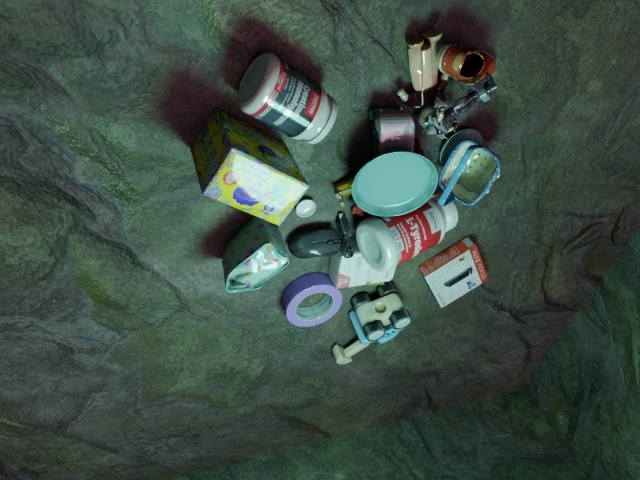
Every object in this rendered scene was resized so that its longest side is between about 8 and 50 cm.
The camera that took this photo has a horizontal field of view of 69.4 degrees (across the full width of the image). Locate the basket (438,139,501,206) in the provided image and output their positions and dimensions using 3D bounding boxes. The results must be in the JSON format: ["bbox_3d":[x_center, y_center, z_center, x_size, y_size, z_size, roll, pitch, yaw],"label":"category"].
[{"bbox_3d":[0.578,-0.267,1.806,0.288,0.201,0.255,-19,142,-46],"label":"basket"}]

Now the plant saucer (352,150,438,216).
[{"bbox_3d":[0.272,-0.213,1.714,0.317,0.044,0.318,-2,138,-2],"label":"plant saucer"}]

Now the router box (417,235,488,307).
[{"bbox_3d":[0.697,0.171,2.414,0.301,0.082,0.335,-33,135,5],"label":"router box"}]

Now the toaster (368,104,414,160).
[{"bbox_3d":[0.255,-0.373,1.681,0.146,0.129,0.227,-8,123,-6],"label":"toaster"}]

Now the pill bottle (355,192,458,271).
[{"bbox_3d":[0.369,-0.049,1.939,0.407,0.229,0.229,-26,137,-23],"label":"pill bottle"}]

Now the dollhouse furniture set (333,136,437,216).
[{"bbox_3d":[0.256,-0.230,1.843,0.373,0.152,0.201,-19,137,15],"label":"dollhouse furniture set"}]

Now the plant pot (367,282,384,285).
[{"bbox_3d":[0.260,0.185,2.235,0.079,0.083,0.083,-14,134,4],"label":"plant pot"}]

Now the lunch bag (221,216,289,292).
[{"bbox_3d":[-0.268,0.062,1.772,0.262,0.223,0.160,-39,126,11],"label":"lunch bag"}]

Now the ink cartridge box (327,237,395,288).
[{"bbox_3d":[0.193,0.094,2.087,0.282,0.117,0.207,-7,131,-19],"label":"ink cartridge box"}]

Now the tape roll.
[{"bbox_3d":[-0.040,0.279,2.163,0.274,0.090,0.275,-14,133,-15],"label":"tape roll"}]

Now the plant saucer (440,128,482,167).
[{"bbox_3d":[0.571,-0.378,1.906,0.194,0.037,0.195,-13,132,-14],"label":"plant saucer"}]

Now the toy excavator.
[{"bbox_3d":[0.254,0.474,2.407,0.432,0.223,0.445,-21,143,-5],"label":"toy excavator"}]

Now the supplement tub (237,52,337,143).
[{"bbox_3d":[-0.101,-0.433,1.439,0.272,0.191,0.191,21,118,-37],"label":"supplement tub"}]

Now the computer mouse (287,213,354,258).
[{"bbox_3d":[0.000,0.000,1.901,0.271,0.072,0.189,-10,89,-6],"label":"computer mouse"}]

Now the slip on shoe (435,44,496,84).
[{"bbox_3d":[0.526,-0.602,1.603,0.331,0.101,0.123,-8,125,-45],"label":"slip on shoe"}]

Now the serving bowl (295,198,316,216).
[{"bbox_3d":[-0.061,-0.133,1.834,0.083,0.027,0.083,-13,132,-15],"label":"serving bowl"}]

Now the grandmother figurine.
[{"bbox_3d":[0.368,-0.543,1.628,0.207,0.104,0.343,-18,132,3],"label":"grandmother figurine"}]

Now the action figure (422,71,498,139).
[{"bbox_3d":[0.482,-0.465,1.629,0.285,0.099,0.185,-35,159,17],"label":"action figure"}]

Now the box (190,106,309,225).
[{"bbox_3d":[-0.232,-0.238,1.488,0.289,0.279,0.177,23,116,-37],"label":"box"}]
